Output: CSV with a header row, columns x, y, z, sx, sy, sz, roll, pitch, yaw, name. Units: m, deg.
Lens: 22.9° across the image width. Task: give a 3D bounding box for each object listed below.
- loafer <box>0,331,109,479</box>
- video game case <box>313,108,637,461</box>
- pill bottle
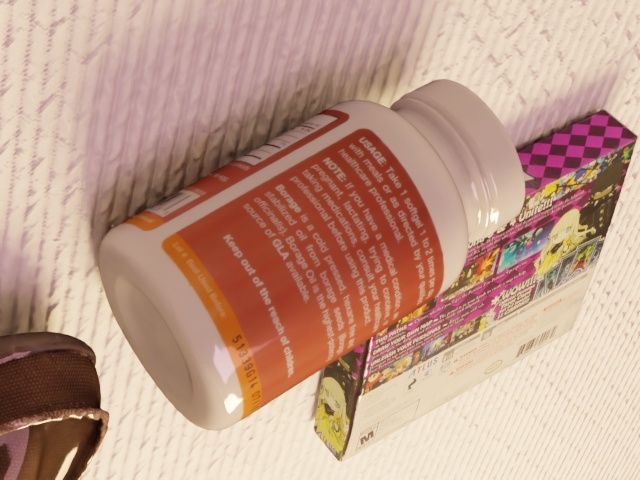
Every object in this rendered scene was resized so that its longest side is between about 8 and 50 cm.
x,y,z,sx,sy,sz,roll,pitch,yaw,name
-0.208,0.206,0.851,0.134,0.130,0.366,2,128,-52,loafer
0.105,0.033,1.101,0.232,0.042,0.210,-26,146,-28,video game case
0.000,0.000,0.852,0.216,0.121,0.121,-30,148,-21,pill bottle
